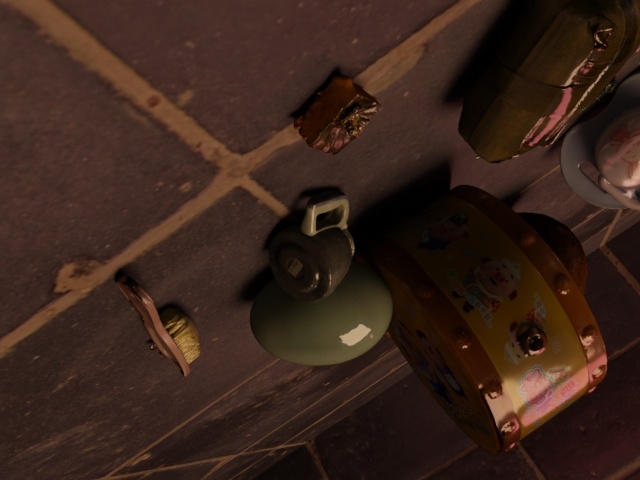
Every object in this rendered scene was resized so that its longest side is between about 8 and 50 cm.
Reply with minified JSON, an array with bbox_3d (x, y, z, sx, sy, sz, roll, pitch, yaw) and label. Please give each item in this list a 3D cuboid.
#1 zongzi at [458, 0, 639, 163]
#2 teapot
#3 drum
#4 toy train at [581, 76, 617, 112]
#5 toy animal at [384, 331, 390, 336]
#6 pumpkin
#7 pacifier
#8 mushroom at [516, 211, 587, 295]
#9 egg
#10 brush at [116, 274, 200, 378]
[{"bbox_3d":[0.318,-0.220,0.834,0.274,0.125,0.251,-24,157,-38],"label":"zongzi"},{"bbox_3d":[-0.008,0.002,0.923,0.111,0.149,0.108,-1,-158,39],"label":"teapot"},{"bbox_3d":[0.256,0.130,1.106,0.214,0.431,0.431,-32,159,-9],"label":"drum"},{"bbox_3d":[0.426,-0.247,1.040,0.103,0.044,0.064,-39,148,16],"label":"toy train"},{"bbox_3d":[0.218,0.226,1.769,0.241,0.056,0.099,-7,147,-51],"label":"toy animal"},{"bbox_3d":[0.022,-0.131,0.698,0.083,0.054,0.074,-46,160,20],"label":"pumpkin"},{"bbox_3d":[0.609,-0.193,1.241,0.287,0.238,0.226,-51,-178,35],"label":"pacifier"},{"bbox_3d":[0.398,0.101,1.418,0.239,0.345,0.345,13,140,-18],"label":"mushroom"},{"bbox_3d":[0.000,0.113,1.029,0.231,0.168,0.168,-13,163,14],"label":"egg"},{"bbox_3d":[-0.212,0.107,0.897,0.067,0.072,0.313,-50,163,-22],"label":"brush"}]
